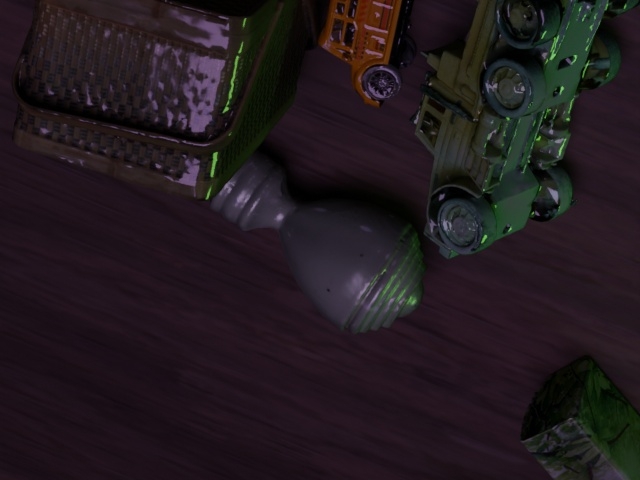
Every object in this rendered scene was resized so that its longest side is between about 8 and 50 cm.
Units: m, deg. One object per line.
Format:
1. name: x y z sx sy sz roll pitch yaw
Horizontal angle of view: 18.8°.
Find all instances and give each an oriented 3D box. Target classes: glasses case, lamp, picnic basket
1. glasses case: 0.278 0.230 1.639 0.062 0.095 0.272 -32 107 30
2. lamp: 0.000 0.000 1.582 0.193 0.106 0.106 33 123 6
3. picnic basket: -0.103 -0.150 1.423 0.165 0.266 0.139 17 116 9

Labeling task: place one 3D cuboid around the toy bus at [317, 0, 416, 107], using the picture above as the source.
1. toy bus: 0.043 -0.186 1.472 0.074 0.069 0.162 16 121 7

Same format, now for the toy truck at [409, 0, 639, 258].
1. toy truck: 0.138 -0.121 1.471 0.135 0.128 0.259 33 127 32
